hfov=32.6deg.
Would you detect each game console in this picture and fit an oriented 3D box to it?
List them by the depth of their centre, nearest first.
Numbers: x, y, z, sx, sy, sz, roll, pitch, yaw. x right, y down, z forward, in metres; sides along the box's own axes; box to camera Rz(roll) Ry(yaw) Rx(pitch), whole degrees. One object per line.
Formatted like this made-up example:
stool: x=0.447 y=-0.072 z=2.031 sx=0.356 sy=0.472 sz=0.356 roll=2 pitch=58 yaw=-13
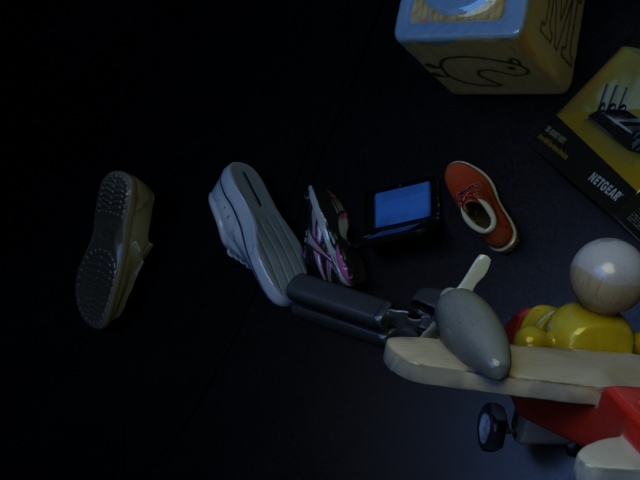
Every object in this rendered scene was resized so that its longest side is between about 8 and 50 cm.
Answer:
game console: x=0.105 y=-0.040 z=1.567 sx=0.122 sy=0.107 sz=0.071 roll=-13 pitch=96 yaw=29

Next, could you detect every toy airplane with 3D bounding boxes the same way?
toy airplane: x=0.310 y=0.133 z=1.189 sx=0.384 sy=0.386 sz=0.273 roll=7 pitch=90 yaw=33

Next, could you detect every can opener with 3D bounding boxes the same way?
can opener: x=0.092 y=0.097 z=1.529 sx=0.283 sy=0.076 sz=0.095 roll=17 pitch=51 yaw=29

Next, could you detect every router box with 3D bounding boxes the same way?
router box: x=0.403 y=-0.140 z=1.306 sx=0.243 sy=0.081 sz=0.309 roll=-47 pitch=19 yaw=9

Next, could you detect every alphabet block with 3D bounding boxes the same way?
alphabet block: x=0.238 y=-0.324 z=1.498 sx=0.192 sy=0.197 sz=0.193 roll=6 pitch=78 yaw=34

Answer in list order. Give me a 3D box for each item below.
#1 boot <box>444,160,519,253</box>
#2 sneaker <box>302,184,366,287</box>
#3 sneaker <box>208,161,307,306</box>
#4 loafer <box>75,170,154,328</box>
boot: x=0.210 y=-0.058 z=1.498 sx=0.059 sy=0.084 sz=0.158 roll=-42 pitch=56 yaw=16
sneaker: x=0.000 y=0.000 z=1.620 sx=0.077 sy=0.072 sz=0.178 roll=-34 pitch=56 yaw=27
sneaker: x=-0.098 y=0.003 z=1.680 sx=0.091 sy=0.094 sz=0.258 roll=-49 pitch=52 yaw=38
loafer: x=-0.329 y=0.020 z=1.808 sx=0.102 sy=0.092 sz=0.269 roll=25 pitch=104 yaw=37
